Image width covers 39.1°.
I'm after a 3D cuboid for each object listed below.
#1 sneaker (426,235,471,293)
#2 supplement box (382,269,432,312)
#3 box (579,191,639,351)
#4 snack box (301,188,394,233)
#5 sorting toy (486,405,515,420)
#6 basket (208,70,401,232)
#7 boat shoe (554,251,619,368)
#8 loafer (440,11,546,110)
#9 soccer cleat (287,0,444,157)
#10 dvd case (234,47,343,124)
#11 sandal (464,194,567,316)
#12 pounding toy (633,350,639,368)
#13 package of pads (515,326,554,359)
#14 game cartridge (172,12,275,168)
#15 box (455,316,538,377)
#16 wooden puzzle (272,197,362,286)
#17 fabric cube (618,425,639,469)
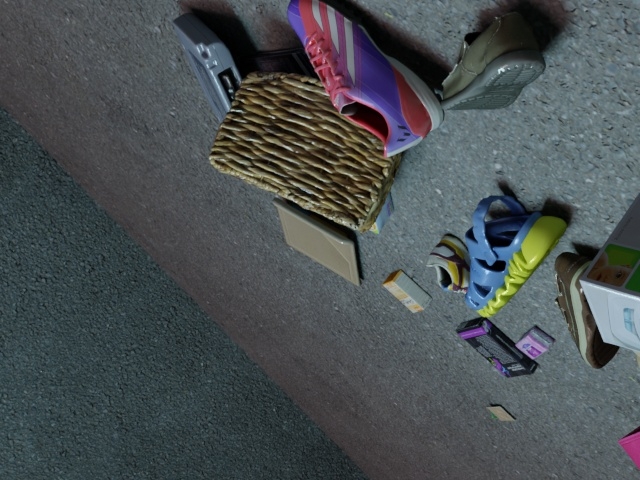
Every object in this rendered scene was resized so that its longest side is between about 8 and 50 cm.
[{"bbox_3d":[0.273,0.080,1.737,0.185,0.084,0.069,47,158,-17],"label":"sneaker"},{"bbox_3d":[0.193,0.114,2.012,0.098,0.036,0.062,42,160,-6],"label":"supplement box"},{"bbox_3d":[0.471,0.018,1.022,0.231,0.262,0.127,18,150,47],"label":"box"},{"bbox_3d":[0.030,-0.118,1.753,0.207,0.070,0.174,24,154,26],"label":"snack box"},{"bbox_3d":[0.447,0.433,2.264,0.062,0.012,0.083,39,157,-12],"label":"sorting toy"},{"bbox_3d":[-0.011,-0.164,1.572,0.299,0.213,0.223,24,-178,7],"label":"basket"},{"bbox_3d":[0.447,0.111,1.520,0.095,0.095,0.257,39,158,44],"label":"boat shoe"},{"bbox_3d":[0.227,-0.233,1.202,0.094,0.087,0.251,-3,174,-14],"label":"loafer"},{"bbox_3d":[0.042,-0.257,1.365,0.318,0.116,0.108,45,164,17],"label":"soccer cleat"},{"bbox_3d":[-0.053,-0.278,1.656,0.221,0.018,0.164,10,144,54],"label":"dvd case"},{"bbox_3d":[0.304,0.020,1.533,0.138,0.126,0.317,39,151,13],"label":"sandal"},{"bbox_3d":[0.551,0.109,1.346,0.154,0.155,0.269,66,152,12],"label":"pounding toy"},{"bbox_3d":[0.428,0.206,1.802,0.050,0.032,0.083,38,159,8],"label":"package of pads"},{"bbox_3d":[-0.182,-0.283,1.718,0.198,0.062,0.297,55,172,50],"label":"game cartridge"},{"bbox_3d":[0.380,0.233,1.947,0.162,0.029,0.116,43,160,-4],"label":"box"},{"bbox_3d":[0.000,0.000,2.112,0.221,0.044,0.239,31,162,23],"label":"wooden puzzle"},{"bbox_3d":[0.605,0.301,1.218,0.258,0.259,0.254,55,176,19],"label":"fabric cube"}]
